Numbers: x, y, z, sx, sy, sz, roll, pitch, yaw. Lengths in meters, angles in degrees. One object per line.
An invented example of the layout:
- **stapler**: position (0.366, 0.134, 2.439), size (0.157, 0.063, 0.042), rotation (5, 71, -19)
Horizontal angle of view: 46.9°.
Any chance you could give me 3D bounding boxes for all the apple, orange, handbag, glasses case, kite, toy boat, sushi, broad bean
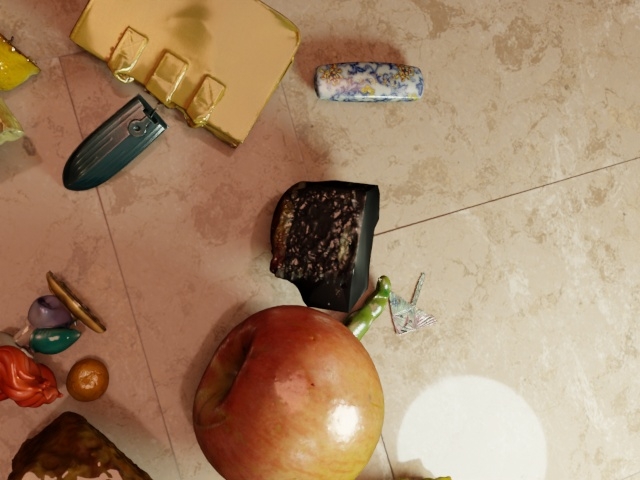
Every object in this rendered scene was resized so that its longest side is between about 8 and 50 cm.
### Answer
- **apple**: position (-0.050, 0.311, 1.385), size (0.363, 0.364, 0.364), rotation (1, 86, -15)
- **orange**: position (-0.451, 0.272, 1.430), size (0.083, 0.070, 0.083), rotation (4, 73, -12)
- **handbag**: position (-0.268, -0.398, 1.494), size (0.401, 0.133, 0.283), rotation (31, 84, -11)
- **glasses case**: position (0.107, -0.347, 1.618), size (0.247, 0.065, 0.087), rotation (-4, 85, -14)
- **kite**: position (0.209, 0.146, 1.645), size (0.137, 0.005, 0.153), rotation (33, 79, -13)
- **toy boat**: position (-0.415, -0.185, 1.465), size (0.246, 0.103, 0.093), rotation (-41, 111, 0)
- **sushi**: position (0.000, -0.001, 1.491), size (0.212, 0.215, 0.227), rotation (7, 101, 11)
- **broad bean**: position (0.088, 0.169, 1.586), size (0.214, 0.048, 0.070), rotation (-57, 142, -4)

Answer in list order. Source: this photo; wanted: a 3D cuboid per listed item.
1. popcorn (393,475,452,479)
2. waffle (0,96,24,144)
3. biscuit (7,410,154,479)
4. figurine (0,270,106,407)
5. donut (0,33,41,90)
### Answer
- **popcorn**: position (0.232, 0.611, 1.522), size (0.286, 0.215, 0.252), rotation (41, 46, -10)
- **waffle**: position (-0.732, -0.228, 1.312), size (0.348, 0.077, 0.304), rotation (-31, 94, 15)
- **biscuit**: position (-0.359, 0.484, 1.306), size (0.395, 0.342, 0.166), rotation (46, 73, -11)
- **figurine**: position (-0.537, 0.204, 1.353), size (0.257, 0.181, 0.208), rotation (-45, 97, -13)
- **donut**: position (-0.660, -0.395, 1.373), size (0.259, 0.152, 0.101), rotation (45, 84, -6)
